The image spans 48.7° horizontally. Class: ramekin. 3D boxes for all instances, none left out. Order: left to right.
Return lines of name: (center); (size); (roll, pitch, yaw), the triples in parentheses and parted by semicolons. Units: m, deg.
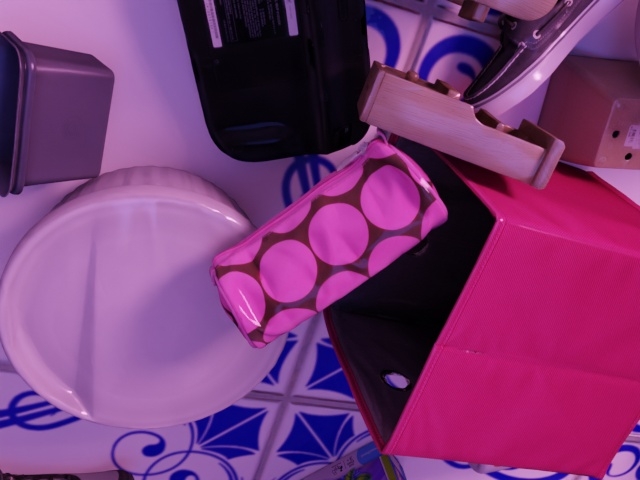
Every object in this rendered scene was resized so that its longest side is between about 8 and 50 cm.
ramekin: (-0.172, 0.048, 0.717); (0.273, 0.127, 0.273); (-6, 119, -10)

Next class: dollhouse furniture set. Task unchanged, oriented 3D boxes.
dollhouse furniture set: (0.150, -0.190, 0.579); (0.161, 0.212, 0.242); (20, 108, -5)

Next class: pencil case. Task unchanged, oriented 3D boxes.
pencil case: (0.000, 0.000, 0.609); (0.209, 0.095, 0.098); (-37, 113, 5)

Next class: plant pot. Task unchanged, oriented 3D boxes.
plant pot: (0.305, -0.127, 0.746); (0.109, 0.096, 0.109); (2, 118, -13)

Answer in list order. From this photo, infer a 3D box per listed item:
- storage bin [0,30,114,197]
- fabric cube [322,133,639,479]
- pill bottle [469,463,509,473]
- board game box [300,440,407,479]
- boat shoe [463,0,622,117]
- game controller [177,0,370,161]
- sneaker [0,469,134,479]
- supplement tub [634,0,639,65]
storage bin: (-0.247, -0.115, 0.639); (0.091, 0.098, 0.135); (-6, 123, -42)
fabric cube: (0.183, 0.056, 0.730); (0.258, 0.254, 0.259); (12, 114, -21)
pill bottle: (0.285, 0.235, 0.934); (0.193, 0.108, 0.108); (-9, 120, -8)
board game box: (-0.027, 0.435, 0.900); (0.347, 0.233, 0.078); (-29, 121, 4)
boat shoe: (0.215, -0.216, 0.691); (0.228, 0.080, 0.076); (-43, 109, 12)
game controller: (-0.043, -0.212, 0.630); (0.166, 0.067, 0.319); (-4, 127, 4)
sneaker: (-0.359, 0.322, 0.843); (0.272, 0.100, 0.108); (-11, 115, -6)
supplement tub: (0.468, -0.211, 0.669); (0.272, 0.191, 0.191); (-6, 119, -17)
